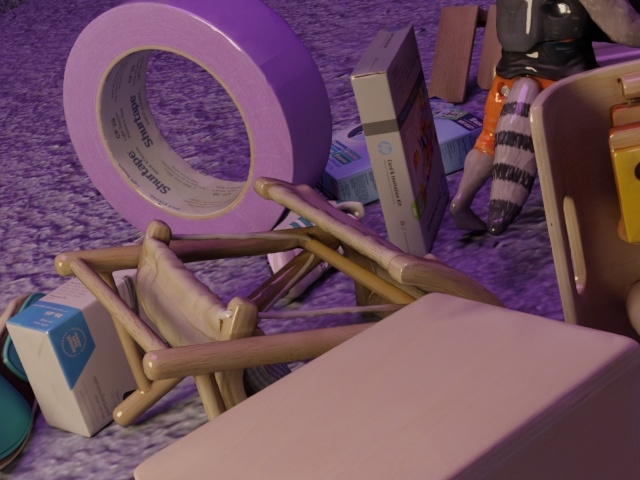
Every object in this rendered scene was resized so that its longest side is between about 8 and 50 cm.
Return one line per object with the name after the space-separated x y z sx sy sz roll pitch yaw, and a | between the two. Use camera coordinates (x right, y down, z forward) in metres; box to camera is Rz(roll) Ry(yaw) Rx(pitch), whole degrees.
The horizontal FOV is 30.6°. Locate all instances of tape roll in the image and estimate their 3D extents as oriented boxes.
-0.129 -0.125 1.205 0.275 0.274 0.090 -1 28 32 | tape roll

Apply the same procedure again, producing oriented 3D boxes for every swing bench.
-0.023 0.064 0.848 0.255 0.165 0.253 -24 24 -19 | swing bench

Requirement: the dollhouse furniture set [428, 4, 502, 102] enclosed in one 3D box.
0.247 -0.221 1.497 0.144 0.123 0.151 8 -2 44 | dollhouse furniture set

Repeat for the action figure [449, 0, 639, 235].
0.232 -0.167 0.986 0.179 0.330 0.341 -2 4 -38 | action figure

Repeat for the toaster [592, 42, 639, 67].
0.289 -0.166 1.219 0.147 0.129 0.227 -8 25 9 | toaster

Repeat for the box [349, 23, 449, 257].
0.079 -0.096 1.114 0.038 0.186 0.145 -6 25 18 | box

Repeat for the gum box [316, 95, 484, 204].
0.081 -0.102 1.315 0.184 0.041 0.157 -20 23 -11 | gum box

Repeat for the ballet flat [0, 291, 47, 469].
-0.282 0.132 0.994 0.086 0.086 0.248 -10 22 13 | ballet flat

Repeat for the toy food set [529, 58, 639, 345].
0.302 -0.018 0.750 0.306 0.219 0.092 -11 23 12 | toy food set

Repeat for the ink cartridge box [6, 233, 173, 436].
-0.166 0.071 1.000 0.060 0.104 0.180 5 31 41 | ink cartridge box

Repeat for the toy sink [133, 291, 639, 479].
0.047 0.142 0.619 0.234 0.131 0.153 -27 25 -35 | toy sink

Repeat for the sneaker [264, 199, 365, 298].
0.000 0.000 1.114 0.075 0.057 0.161 -14 19 20 | sneaker
